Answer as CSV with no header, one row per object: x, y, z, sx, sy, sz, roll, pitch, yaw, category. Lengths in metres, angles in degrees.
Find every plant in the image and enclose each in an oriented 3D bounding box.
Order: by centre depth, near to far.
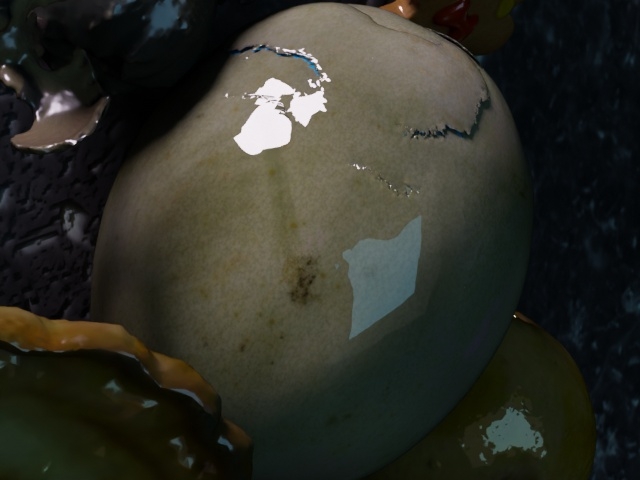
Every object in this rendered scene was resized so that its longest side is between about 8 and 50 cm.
-0.108,-0.213,0.841,0.164,0.142,0.256,34,63,-39,plant

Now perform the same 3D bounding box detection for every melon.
0.000,0.000,0.882,0.268,0.268,0.330,34,76,-39,melon

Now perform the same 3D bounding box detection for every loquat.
0.106,0.145,1.040,0.213,0.213,0.213,-7,101,-40,loquat

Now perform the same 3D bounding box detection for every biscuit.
-0.205,0.171,0.780,0.329,0.078,0.335,10,119,-10,biscuit
0.118,-0.187,1.013,0.250,0.036,0.165,-36,150,11,biscuit

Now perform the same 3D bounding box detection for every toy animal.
-0.207,-0.075,0.730,0.214,0.186,0.094,-55,131,-10,toy animal
